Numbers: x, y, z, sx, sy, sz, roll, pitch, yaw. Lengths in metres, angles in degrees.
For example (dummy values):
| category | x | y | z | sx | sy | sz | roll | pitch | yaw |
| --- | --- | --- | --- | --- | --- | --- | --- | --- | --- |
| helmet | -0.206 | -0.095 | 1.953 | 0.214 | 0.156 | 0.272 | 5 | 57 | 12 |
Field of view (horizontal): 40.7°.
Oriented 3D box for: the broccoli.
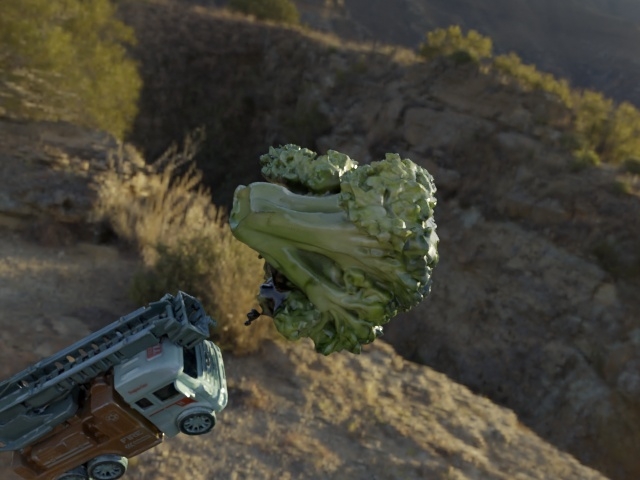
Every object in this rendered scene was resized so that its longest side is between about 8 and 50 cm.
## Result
| category | x | y | z | sx | sy | sz | roll | pitch | yaw |
| --- | --- | --- | --- | --- | --- | --- | --- | --- | --- |
| broccoli | 0.003 | 0.006 | 1.209 | 0.280 | 0.293 | 0.347 | 22 | -6 | -27 |

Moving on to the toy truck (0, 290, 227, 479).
| category | x | y | z | sx | sy | sz | roll | pitch | yaw |
| --- | --- | --- | --- | --- | --- | --- | --- | --- | --- |
| toy truck | -0.276 | 0.200 | 1.148 | 0.184 | 0.338 | 0.133 | 52 | 14 | -42 |
